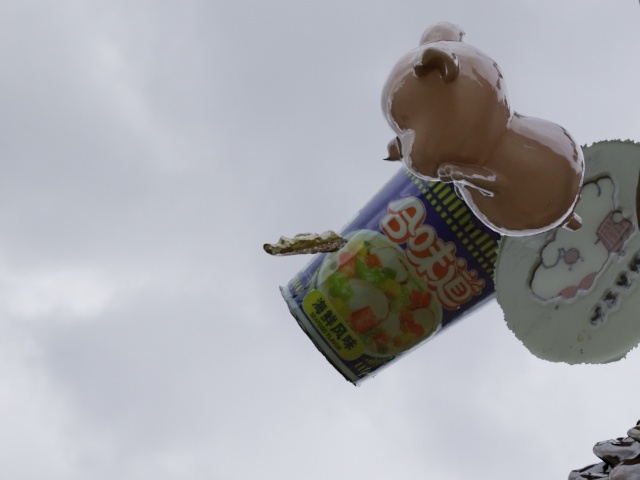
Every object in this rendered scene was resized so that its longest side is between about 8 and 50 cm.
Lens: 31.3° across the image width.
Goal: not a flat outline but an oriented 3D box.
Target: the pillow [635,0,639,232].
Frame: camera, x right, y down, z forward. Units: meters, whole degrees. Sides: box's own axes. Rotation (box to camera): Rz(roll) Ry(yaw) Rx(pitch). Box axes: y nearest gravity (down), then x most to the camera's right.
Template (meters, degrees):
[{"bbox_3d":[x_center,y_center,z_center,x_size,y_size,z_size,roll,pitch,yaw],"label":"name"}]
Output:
[{"bbox_3d":[0.215,-0.094,0.550,0.130,0.038,0.233,1,-66,22],"label":"pillow"}]

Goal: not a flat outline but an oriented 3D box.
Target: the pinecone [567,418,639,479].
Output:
[{"bbox_3d":[0.219,0.208,0.680,0.179,0.184,0.204,28,-94,-4],"label":"pinecone"}]

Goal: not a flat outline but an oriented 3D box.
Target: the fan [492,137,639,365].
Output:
[{"bbox_3d":[0.186,-0.028,0.955,0.009,0.329,0.191,22,-72,-38],"label":"fan"}]

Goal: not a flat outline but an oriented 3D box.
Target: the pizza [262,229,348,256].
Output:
[{"bbox_3d":[0.000,0.000,1.393,0.108,0.123,0.026,-13,-97,47],"label":"pizza"}]

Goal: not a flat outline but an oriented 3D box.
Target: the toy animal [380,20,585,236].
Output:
[{"bbox_3d":[0.089,-0.056,0.615,0.150,0.083,0.089,42,-98,-24],"label":"toy animal"}]

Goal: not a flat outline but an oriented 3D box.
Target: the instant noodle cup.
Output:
[{"bbox_3d":[0.117,0.050,1.704,0.312,0.284,0.284,-39,-66,5],"label":"instant noodle cup"}]
